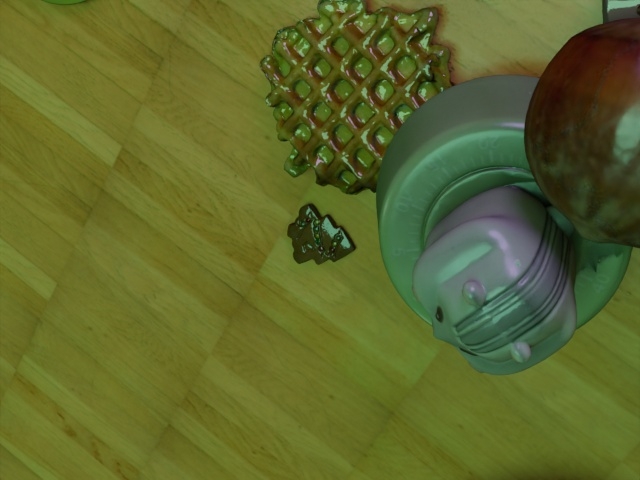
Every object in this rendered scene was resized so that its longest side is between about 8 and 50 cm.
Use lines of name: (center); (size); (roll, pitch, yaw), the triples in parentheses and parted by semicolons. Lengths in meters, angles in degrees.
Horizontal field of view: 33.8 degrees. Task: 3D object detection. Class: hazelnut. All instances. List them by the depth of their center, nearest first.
hazelnut: (0.281, -0.093, 0.912); (0.214, 0.176, 0.214); (-7, 74, 25)

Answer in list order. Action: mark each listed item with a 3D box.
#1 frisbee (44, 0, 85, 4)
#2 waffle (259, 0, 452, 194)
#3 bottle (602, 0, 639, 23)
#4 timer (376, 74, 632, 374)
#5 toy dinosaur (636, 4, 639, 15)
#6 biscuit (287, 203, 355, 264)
frisbee: (-0.335, -0.419, 1.335); (0.236, 0.017, 0.236); (8, 111, 22)
waffle: (0.044, -0.166, 1.230); (0.238, 0.059, 0.243); (2, 105, 27)
bottle: (0.357, -0.239, 1.039); (0.152, 0.099, 0.099); (-3, 106, 18)
timer: (0.178, 0.014, 1.043); (0.291, 0.315, 0.291); (5, 115, 10)
toy dinosaur: (0.401, -0.326, 0.934); (0.327, 0.113, 0.206); (-28, 82, 11)
biscuit: (0.000, 0.000, 1.321); (0.092, 0.016, 0.082); (21, 114, 19)
